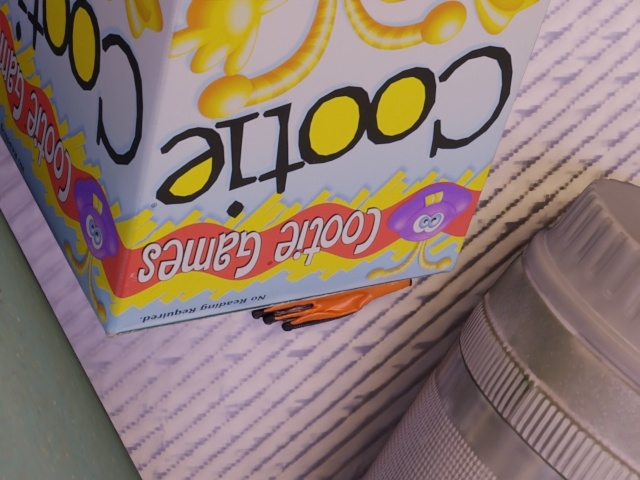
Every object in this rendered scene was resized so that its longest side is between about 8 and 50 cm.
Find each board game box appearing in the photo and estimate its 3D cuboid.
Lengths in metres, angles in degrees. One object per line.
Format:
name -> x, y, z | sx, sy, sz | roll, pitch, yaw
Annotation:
board game box -> -0.013, -0.122, 0.605 | 0.142, 0.144, 0.275 | -11, 137, -27

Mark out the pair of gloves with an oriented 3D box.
pair of gloves -> 0.000, 0.000, 0.813 | 0.074, 0.010, 0.083 | -18, 121, -10

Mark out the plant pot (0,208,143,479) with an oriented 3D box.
plant pot -> -0.194, 0.133, 0.643 | 0.341, 0.341, 0.334 | -23, 116, -8

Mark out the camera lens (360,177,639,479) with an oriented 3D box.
camera lens -> 0.126, 0.139, 0.816 | 0.219, 0.219, 0.274 | 22, 108, -30
